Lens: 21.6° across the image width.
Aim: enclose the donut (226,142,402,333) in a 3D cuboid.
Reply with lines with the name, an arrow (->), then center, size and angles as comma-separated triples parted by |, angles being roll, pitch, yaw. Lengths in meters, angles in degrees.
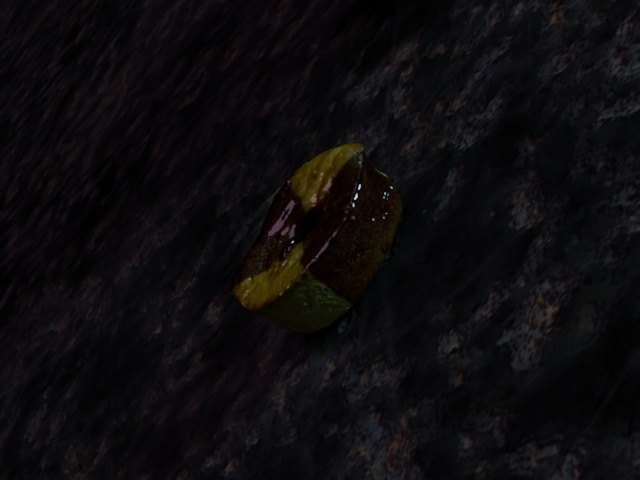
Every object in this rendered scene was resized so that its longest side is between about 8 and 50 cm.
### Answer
donut -> 0.000, 0.000, 1.159 | 0.140, 0.059, 0.140 | -45, 23, 24
